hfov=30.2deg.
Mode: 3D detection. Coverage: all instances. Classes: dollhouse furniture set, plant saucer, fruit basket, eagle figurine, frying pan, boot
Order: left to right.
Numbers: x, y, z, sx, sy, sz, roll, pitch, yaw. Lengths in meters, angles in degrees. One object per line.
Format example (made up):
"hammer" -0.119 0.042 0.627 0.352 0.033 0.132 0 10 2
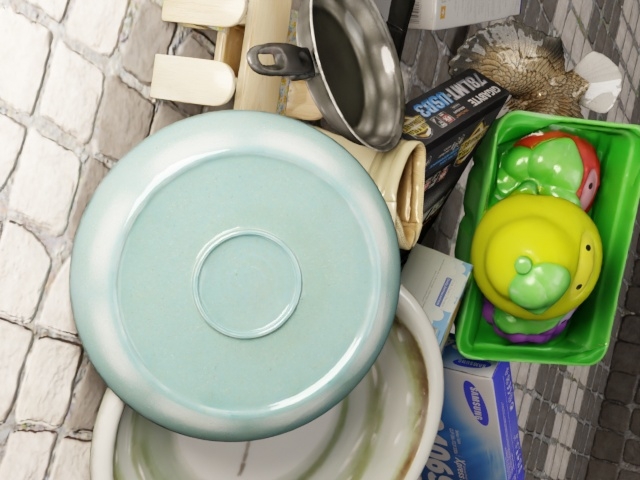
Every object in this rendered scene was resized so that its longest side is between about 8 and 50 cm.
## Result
"plant saucer" -0.071 0.038 1.102 0.044 0.318 0.317 -151 -112 -74
"plant saucer" -0.060 0.187 1.259 0.401 0.100 0.400 -11 114 -25
"dollhouse furniture set" -0.046 -0.135 1.206 0.212 0.161 0.242 -1 101 -64
"boot" 0.000 0.000 1.303 0.095 0.204 0.261 37 67 -62
"frying pan" 0.011 -0.151 1.167 0.197 0.053 0.326 64 31 -21
"eagle figurine" 0.341 -0.228 1.941 0.225 0.226 0.298 -65 164 17
"fruit basket" 0.321 0.007 1.669 0.392 0.283 0.392 -175 -90 -73

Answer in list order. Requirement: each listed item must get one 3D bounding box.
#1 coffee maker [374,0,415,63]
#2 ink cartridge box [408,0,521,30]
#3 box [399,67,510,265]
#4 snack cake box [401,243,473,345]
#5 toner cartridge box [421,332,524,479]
"coffee maker" 0.046 -0.245 1.353 0.171 0.120 0.178 179 -76 -71
"ink cartridge box" 0.218 -0.411 1.752 0.371 0.069 0.175 -23 119 -57
"box" 0.098 -0.054 1.508 0.295 0.073 0.293 -34 154 -55
"snack cake box" 0.125 0.145 1.657 0.264 0.089 0.152 99 15 -56
"toner cartridge box" 0.232 0.294 1.937 0.075 0.165 0.347 -58 146 -38
